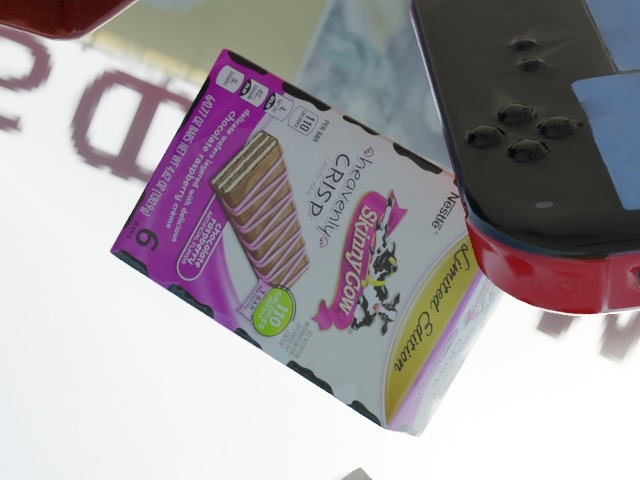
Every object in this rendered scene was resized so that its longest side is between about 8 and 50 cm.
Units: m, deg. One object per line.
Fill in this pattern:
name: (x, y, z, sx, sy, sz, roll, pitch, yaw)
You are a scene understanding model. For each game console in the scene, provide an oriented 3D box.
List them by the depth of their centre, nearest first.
game console: (0.260, -0.093, 1.083, 0.386, 0.060, 0.342, -7, -142, -1)

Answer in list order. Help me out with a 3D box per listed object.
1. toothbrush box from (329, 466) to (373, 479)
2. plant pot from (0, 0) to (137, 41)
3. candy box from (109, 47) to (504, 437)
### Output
toothbrush box: (-0.061, 0.296, 1.282, 0.122, 0.283, 0.206, 50, 163, 2)
plant pot: (-0.190, -0.301, 1.097, 0.267, 0.236, 0.267, 13, 156, -37)
candy box: (0.000, 0.000, 1.190, 0.233, 0.159, 0.071, 30, -177, 24)
